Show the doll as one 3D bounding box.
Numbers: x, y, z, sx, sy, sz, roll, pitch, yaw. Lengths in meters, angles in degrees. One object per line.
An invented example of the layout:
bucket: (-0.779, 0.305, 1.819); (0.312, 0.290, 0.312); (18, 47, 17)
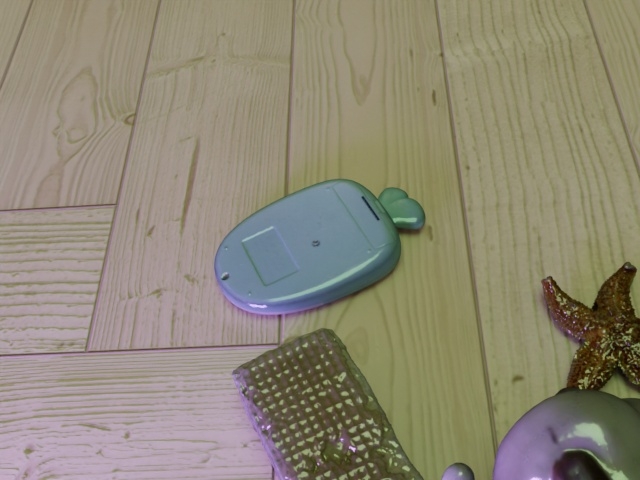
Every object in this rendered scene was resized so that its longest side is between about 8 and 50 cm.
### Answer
doll: (0.295, 0.279, 0.714); (0.226, 0.215, 0.370); (-57, 36, 7)

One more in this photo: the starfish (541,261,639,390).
starfish: (0.355, 0.122, 0.966); (0.227, 0.043, 0.240); (22, 60, 23)

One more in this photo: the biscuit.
biscuit: (0.046, 0.279, 0.852); (0.144, 0.078, 0.426); (-24, 54, -12)

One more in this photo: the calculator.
calculator: (0.000, 0.000, 1.099); (0.295, 0.042, 0.184); (-24, 53, -11)
